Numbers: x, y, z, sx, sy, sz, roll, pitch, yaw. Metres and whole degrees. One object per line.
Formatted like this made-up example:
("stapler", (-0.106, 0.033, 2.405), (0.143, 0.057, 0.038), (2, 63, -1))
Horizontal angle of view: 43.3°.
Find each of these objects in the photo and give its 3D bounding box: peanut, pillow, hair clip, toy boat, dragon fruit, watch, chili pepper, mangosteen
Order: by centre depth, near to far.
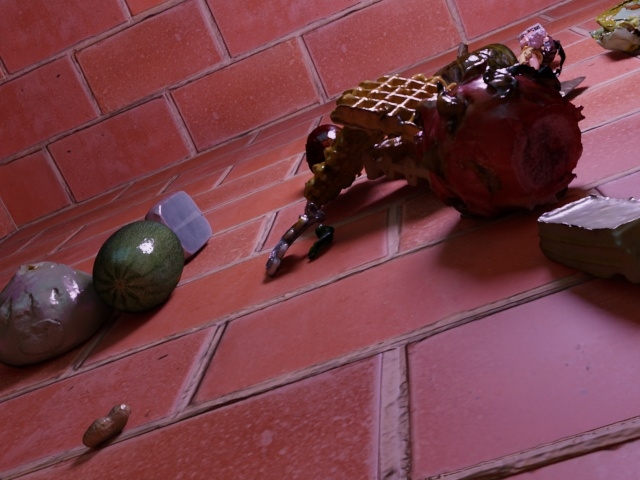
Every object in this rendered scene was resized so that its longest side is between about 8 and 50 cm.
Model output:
("toy boat", (0.368, -0.005, 1.015), (0.111, 0.084, 0.276), (-24, 15, -7))
("peanut", (-0.313, 0.273, 1.184), (0.037, 0.037, 0.083), (-4, 29, 50))
("dragon fruit", (0.283, -0.176, 1.365), (0.250, 0.269, 0.291), (-28, 28, -19))
("chili pepper", (0.007, -0.002, 1.616), (0.055, 0.035, 0.118), (-42, 15, 26))
("hair clip", (-0.056, 0.000, 1.624), (0.172, 0.049, 0.116), (-51, -1, -5))
("pillow", (0.543, -0.360, 1.995), (0.130, 0.033, 0.217), (-39, 20, -33))
("watch", (-0.427, 0.013, 2.029), (0.241, 0.162, 0.253), (-31, 9, 26))
("mangosteen", (0.047, -0.244, 2.131), (0.181, 0.146, 0.156), (-22, 13, 7))

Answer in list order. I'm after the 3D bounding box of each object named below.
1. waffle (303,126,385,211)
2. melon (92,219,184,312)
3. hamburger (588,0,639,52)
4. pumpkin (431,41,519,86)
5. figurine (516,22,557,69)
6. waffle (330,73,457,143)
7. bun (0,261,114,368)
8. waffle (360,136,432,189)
("waffle", (0.072, -0.199, 1.845), (0.312, 0.060, 0.307), (-48, -9, -26))
("melon", (-0.388, 0.051, 1.742), (0.182, 0.182, 0.288), (-19, 19, 16))
("hamburger", (0.804, -0.565, 2.107), (0.214, 0.125, 0.235), (-19, 28, -19))
("pumpkin", (0.401, -0.432, 2.124), (0.260, 0.189, 0.260), (-27, 10, 5))
("figurine", (0.602, -0.527, 2.303), (0.174, 0.116, 0.240), (-34, 11, 40))
("waffle", (0.177, -0.272, 1.661), (0.309, 0.065, 0.283), (-11, 37, -6))
("bun", (-0.606, 0.139, 1.763), (0.293, 0.187, 0.293), (-21, 19, 7))
("waffle", (0.295, -0.202, 1.691), (0.304, 0.078, 0.348), (-29, 26, -23))
